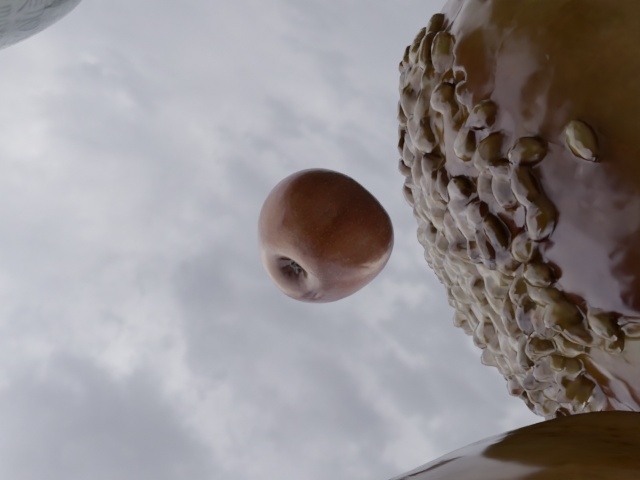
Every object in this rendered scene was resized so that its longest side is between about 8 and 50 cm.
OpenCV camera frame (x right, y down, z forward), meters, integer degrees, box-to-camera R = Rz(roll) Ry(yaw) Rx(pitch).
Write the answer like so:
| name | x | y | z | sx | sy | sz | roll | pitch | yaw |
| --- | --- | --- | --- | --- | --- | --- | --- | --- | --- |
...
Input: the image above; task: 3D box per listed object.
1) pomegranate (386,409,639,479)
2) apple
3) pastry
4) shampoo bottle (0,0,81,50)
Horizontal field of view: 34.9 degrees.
| name | x | y | z | sx | sy | sz | roll | pitch | yaw |
| --- | --- | --- | --- | --- | --- | --- | --- | --- | --- |
| pomegranate | 0.109 | 0.264 | 0.380 | 0.411 | 0.411 | 0.412 | 27 | -145 | -21 |
| apple | 0.000 | 0.000 | 1.448 | 0.201 | 0.201 | 0.162 | 41 | -115 | -1 |
| pastry | 0.205 | -0.014 | 0.732 | 0.410 | 0.245 | 0.409 | 61 | 175 | 9 |
| shampoo bottle | -0.328 | -0.302 | 0.816 | 0.322 | 0.322 | 0.317 | 44 | -128 | 4 |
